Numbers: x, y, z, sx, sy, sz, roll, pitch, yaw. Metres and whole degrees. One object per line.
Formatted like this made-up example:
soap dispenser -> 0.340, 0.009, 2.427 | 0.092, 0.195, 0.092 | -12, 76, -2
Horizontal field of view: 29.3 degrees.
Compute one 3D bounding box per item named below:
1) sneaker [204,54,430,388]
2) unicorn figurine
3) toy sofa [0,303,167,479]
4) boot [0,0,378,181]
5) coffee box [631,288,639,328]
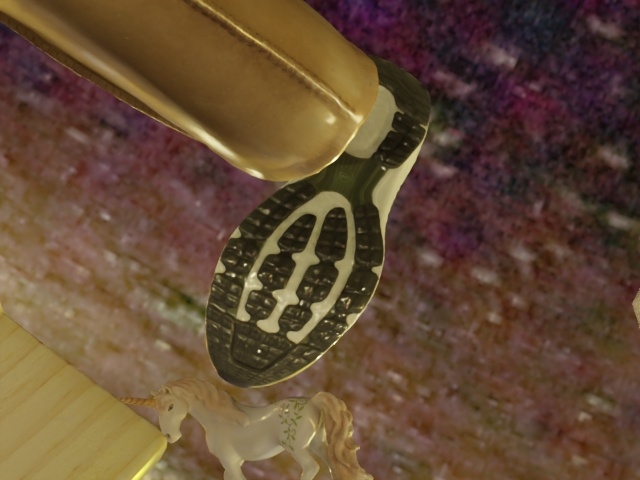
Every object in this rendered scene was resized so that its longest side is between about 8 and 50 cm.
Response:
sneaker -> 0.000, 0.000, 1.328 | 0.158, 0.410, 0.182 | 26, 151, 4
unicorn figurine -> -0.049, 0.140, 0.847 | 0.162, 0.111, 0.060 | -14, 179, 8
toy sofa -> -0.211, 0.175, 0.571 | 0.177, 0.150, 0.362 | 35, 137, 10
boot -> -0.136, -0.128, 0.446 | 0.269, 0.089, 0.236 | 31, -173, -37
coffee box -> 0.562, 0.089, 1.218 | 0.334, 0.338, 0.338 | 1, 139, -11
